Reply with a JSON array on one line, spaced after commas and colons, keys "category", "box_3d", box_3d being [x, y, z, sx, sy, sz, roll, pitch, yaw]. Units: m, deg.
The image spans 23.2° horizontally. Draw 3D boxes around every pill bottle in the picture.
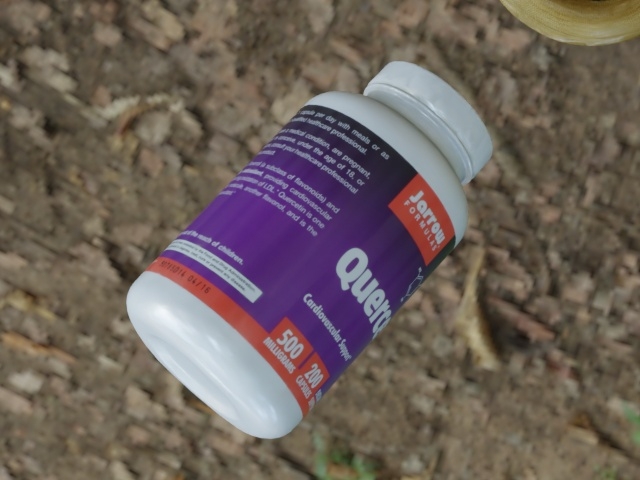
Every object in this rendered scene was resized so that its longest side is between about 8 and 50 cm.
[{"category": "pill bottle", "box_3d": [0.000, 0.000, 1.331, 0.181, 0.323, 0.181, 39, 164, 14]}]

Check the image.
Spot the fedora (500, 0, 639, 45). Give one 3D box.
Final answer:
[{"category": "fedora", "box_3d": [0.197, -0.239, 1.148, 0.194, 0.194, 0.079, 25, -178, -2]}]
